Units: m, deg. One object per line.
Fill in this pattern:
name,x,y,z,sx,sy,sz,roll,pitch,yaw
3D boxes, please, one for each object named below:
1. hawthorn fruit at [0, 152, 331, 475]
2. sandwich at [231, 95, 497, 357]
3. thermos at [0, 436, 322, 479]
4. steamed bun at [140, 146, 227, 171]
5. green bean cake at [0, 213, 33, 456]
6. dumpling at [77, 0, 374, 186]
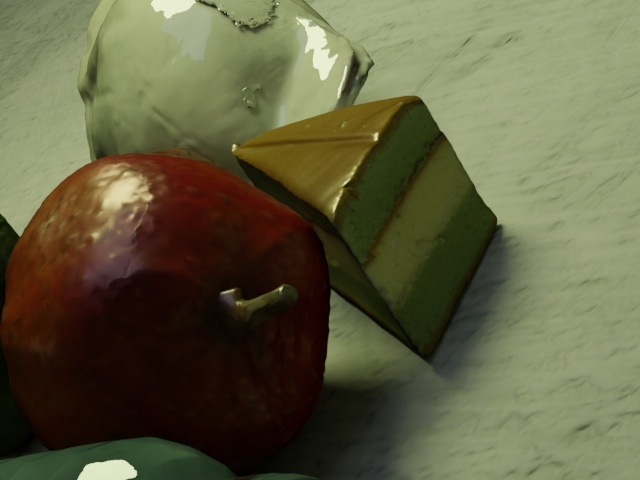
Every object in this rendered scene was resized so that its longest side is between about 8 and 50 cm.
hawthorn fruit,-0.082,0.045,0.967,0.205,0.205,0.253,-46,9,-23
sandwich,0.000,0.000,1.063,0.187,0.117,0.144,-13,28,43
thermos,-0.095,0.171,0.854,0.286,0.145,0.182,-15,0,38
steamed bun,-0.116,0.008,1.171,0.145,0.106,0.175,-42,-21,22
green bean cake,-0.316,0.041,1.269,0.156,0.250,0.247,-45,24,-22
dumpling,-0.108,-0.105,1.360,0.341,0.181,0.260,31,97,25
